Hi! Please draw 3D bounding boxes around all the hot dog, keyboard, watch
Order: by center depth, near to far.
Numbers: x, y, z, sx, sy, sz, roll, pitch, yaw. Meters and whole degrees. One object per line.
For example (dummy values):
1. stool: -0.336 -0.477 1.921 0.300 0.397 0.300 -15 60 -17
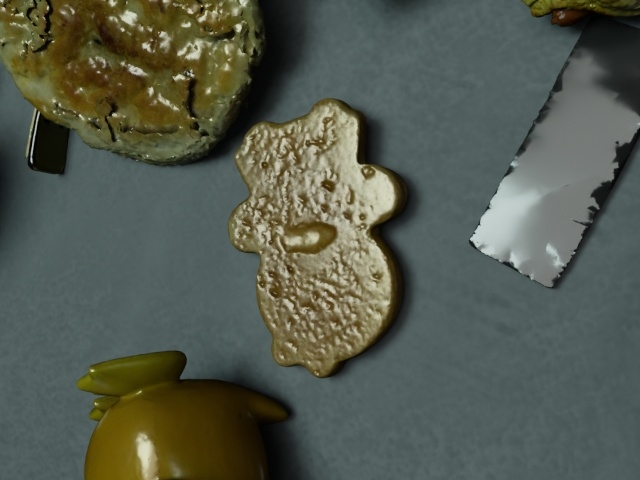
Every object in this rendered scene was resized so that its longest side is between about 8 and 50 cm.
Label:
1. hot dog: 0.227 -0.191 0.457 0.168 0.078 0.061 -27 92 24
2. keyboard: 0.188 -0.066 0.495 0.074 0.015 0.197 30 98 26
3. watch: -0.339 -0.208 0.687 0.164 0.102 0.269 4 89 8

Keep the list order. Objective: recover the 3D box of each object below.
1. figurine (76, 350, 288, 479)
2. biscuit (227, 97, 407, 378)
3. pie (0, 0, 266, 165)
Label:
1. figurine: -0.107 0.214 0.519 0.215 0.215 0.228 -7 61 23
2. biscuit: 0.000 0.000 0.559 0.165 0.036 0.226 -16 83 22
3. pie: -0.176 -0.188 0.578 0.274 0.055 0.274 9 120 17
